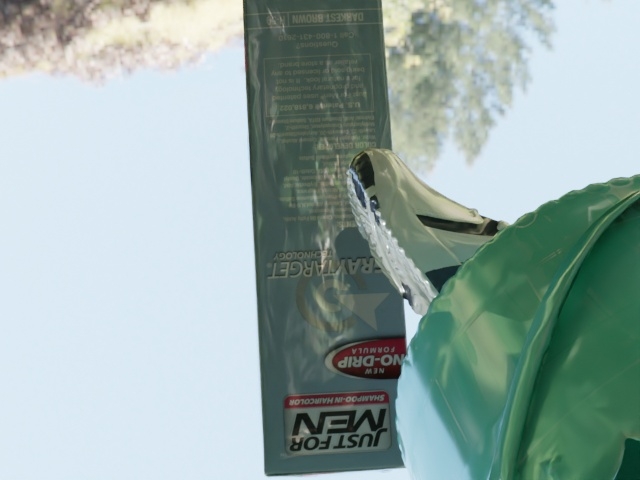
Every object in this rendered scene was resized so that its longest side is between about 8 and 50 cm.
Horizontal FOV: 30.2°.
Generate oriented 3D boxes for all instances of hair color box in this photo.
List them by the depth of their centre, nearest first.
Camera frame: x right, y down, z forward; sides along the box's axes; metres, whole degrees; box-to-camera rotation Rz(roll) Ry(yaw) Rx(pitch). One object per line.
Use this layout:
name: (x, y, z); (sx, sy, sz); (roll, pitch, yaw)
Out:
hair color box: (0.000, 0.000, 0.957); (0.114, 0.185, 0.374); (-3, -102, -2)

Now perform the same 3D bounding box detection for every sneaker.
sneaker: (0.135, 0.008, 0.760); (0.153, 0.094, 0.235); (-38, -99, -11)

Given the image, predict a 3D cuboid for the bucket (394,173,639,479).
bucket: (0.175, 0.111, 0.556); (0.281, 0.281, 0.183); (-12, -147, -10)
